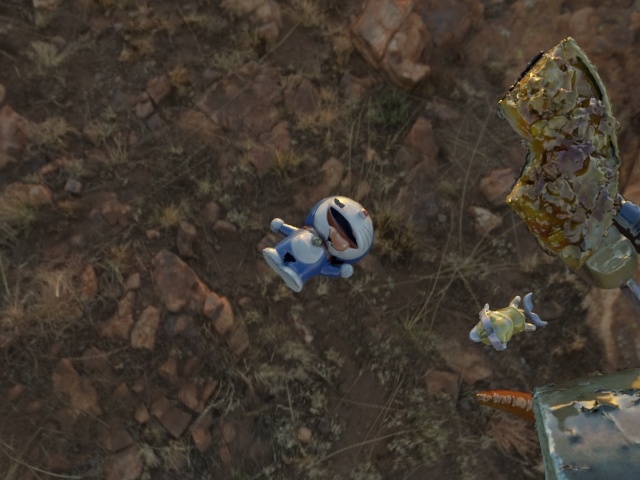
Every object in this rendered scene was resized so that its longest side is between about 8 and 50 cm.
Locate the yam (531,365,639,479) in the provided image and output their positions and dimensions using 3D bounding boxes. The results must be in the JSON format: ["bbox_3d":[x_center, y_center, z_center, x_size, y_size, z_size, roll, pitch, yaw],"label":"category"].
[{"bbox_3d":[0.397,0.228,0.602,0.347,0.241,0.241,-7,61,8],"label":"yam"}]

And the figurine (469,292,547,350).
[{"bbox_3d":[0.514,0.231,1.695,0.208,0.183,0.129,-30,82,21],"label":"figurine"}]

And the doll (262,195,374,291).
[{"bbox_3d":[0.000,0.000,1.359,0.256,0.161,0.215,-36,76,-24],"label":"doll"}]

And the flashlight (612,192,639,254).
[{"bbox_3d":[0.709,-0.076,1.475,0.103,0.103,0.424,-30,57,-20],"label":"flashlight"}]

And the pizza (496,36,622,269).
[{"bbox_3d":[0.320,-0.115,0.786,0.161,0.085,0.306,-1,87,-14],"label":"pizza"}]

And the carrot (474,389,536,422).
[{"bbox_3d":[0.429,0.354,1.297,0.335,0.069,0.069,19,54,-35],"label":"carrot"}]

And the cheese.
[{"bbox_3d":[0.448,0.032,0.951,0.082,0.163,0.286,-42,78,5],"label":"cheese"}]
